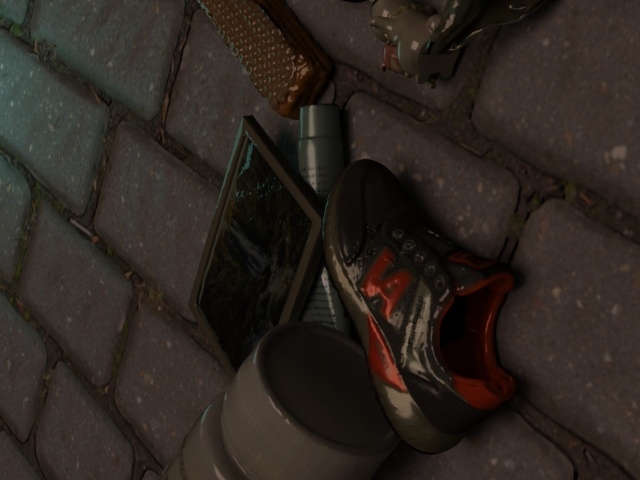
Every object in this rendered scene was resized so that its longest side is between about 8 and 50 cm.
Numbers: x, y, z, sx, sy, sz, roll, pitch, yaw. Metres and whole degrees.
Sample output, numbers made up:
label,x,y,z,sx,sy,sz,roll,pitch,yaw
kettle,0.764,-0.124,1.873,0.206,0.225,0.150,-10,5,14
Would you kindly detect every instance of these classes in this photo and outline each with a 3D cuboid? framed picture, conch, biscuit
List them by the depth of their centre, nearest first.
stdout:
label,x,y,z,sx,sy,sz,roll,pitch,yaw
conch,0.192,-0.297,1.143,0.234,0.137,0.114,103,171,-48
framed picture,-0.087,0.035,1.478,0.240,0.020,0.324,55,137,41
biscuit,-0.103,-0.308,1.535,0.379,0.054,0.094,55,128,35

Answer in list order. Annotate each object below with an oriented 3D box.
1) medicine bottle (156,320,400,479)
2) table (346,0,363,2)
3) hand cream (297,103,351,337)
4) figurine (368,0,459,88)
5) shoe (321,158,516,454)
label,x,y,z,sx,sy,sz,roll,pitch,yaw
medicine bottle,-0.072,0.287,1.351,0.371,0.211,0.211,-56,49,32
table,0.036,-0.357,1.382,0.133,0.043,0.134,-3,86,50
hand cream,0.000,0.000,1.395,0.085,0.058,0.331,-4,85,42
figurine,0.084,-0.231,1.289,0.146,0.081,0.098,43,120,41
shoe,0.118,0.043,1.210,0.171,0.132,0.337,-33,65,39
